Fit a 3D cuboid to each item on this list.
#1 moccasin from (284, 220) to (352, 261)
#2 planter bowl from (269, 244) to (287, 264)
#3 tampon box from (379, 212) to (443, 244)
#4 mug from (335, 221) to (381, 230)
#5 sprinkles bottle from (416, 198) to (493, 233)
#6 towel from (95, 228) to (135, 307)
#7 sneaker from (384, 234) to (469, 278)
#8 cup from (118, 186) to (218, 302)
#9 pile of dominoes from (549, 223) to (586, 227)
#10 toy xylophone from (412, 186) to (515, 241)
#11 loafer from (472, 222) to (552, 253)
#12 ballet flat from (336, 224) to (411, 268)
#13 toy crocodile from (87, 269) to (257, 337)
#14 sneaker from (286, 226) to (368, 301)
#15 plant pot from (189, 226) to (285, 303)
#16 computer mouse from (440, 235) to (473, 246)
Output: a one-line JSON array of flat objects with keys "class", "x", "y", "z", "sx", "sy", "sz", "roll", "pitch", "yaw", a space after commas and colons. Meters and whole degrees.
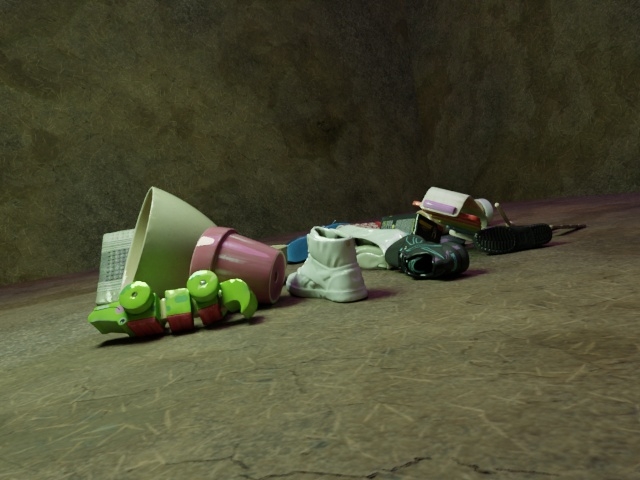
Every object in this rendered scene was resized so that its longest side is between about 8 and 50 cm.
[{"class": "moccasin", "x": 0.000, "y": 0.000, "z": 1.943, "sx": 0.342, "sy": 0.137, "sz": 0.117, "roll": -10, "pitch": 0, "yaw": -22}, {"class": "planter bowl", "x": -0.170, "y": 0.080, "z": 1.455, "sx": 0.162, "sy": 0.109, "sz": 0.162, "roll": -8, "pitch": 6, "yaw": 1}, {"class": "tampon box", "x": 0.279, "y": -0.015, "z": 1.560, "sx": 0.121, "sy": 0.101, "sz": 0.161, "roll": 24, "pitch": -16, "yaw": -35}, {"class": "mug", "x": 0.133, "y": -0.004, "z": 1.804, "sx": 0.170, "sy": 0.113, "sz": 0.150, "roll": -2, "pitch": -21, "yaw": -35}, {"class": "sprinkles bottle", "x": 0.572, "y": -0.097, "z": 2.121, "sx": 0.356, "sy": 0.121, "sz": 0.121, "roll": -11, "pitch": 6, "yaw": -26}, {"class": "towel", "x": -0.562, "y": 0.072, "z": 1.628, "sx": 0.325, "sy": 0.312, "sz": 0.056, "roll": -9, "pitch": -40, "yaw": -6}, {"class": "sneaker", "x": 0.239, "y": 0.041, "z": 1.240, "sx": 0.106, "sy": 0.101, "sz": 0.267, "roll": -14, "pitch": 7, "yaw": -31}, {"class": "cup", "x": -0.384, "y": 0.046, "z": 1.348, "sx": 0.237, "sy": 0.330, "sz": 0.331, "roll": 16, "pitch": -6, "yaw": -25}, {"class": "pile of dominoes", "x": 0.740, "y": -0.029, "z": 1.669, "sx": 0.251, "sy": 0.040, "sz": 0.196, "roll": -2, "pitch": -1, "yaw": -37}, {"class": "toy xylophone", "x": 0.434, "y": -0.071, "z": 1.476, "sx": 0.236, "sy": 0.081, "sz": 0.323, "roll": 18, "pitch": -5, "yaw": 42}, {"class": "loafer", "x": 0.540, "y": -0.002, "z": 1.414, "sx": 0.220, "sy": 0.080, "sz": 0.078, "roll": -4, "pitch": -5, "yaw": 0}, {"class": "ballet flat", "x": 0.122, "y": 0.029, "z": 1.537, "sx": 0.139, "sy": 0.139, "sz": 0.400, "roll": -12, "pitch": 7, "yaw": -32}, {"class": "toy crocodile", "x": -0.303, "y": 0.145, "z": 1.034, "sx": 0.341, "sy": 0.105, "sz": 0.115, "roll": -10, "pitch": -37, "yaw": -6}, {"class": "sneaker", "x": 0.000, "y": 0.048, "z": 1.182, "sx": 0.108, "sy": 0.169, "sz": 0.293, "roll": -14, "pitch": 6, "yaw": -33}, {"class": "plant pot", "x": -0.187, "y": 0.074, "z": 1.187, "sx": 0.181, "sy": 0.201, "sz": 0.201, "roll": 8, "pitch": 8, "yaw": 12}, {"class": "computer mouse", "x": 0.489, "y": -0.002, "z": 1.638, "sx": 0.242, "sy": 0.041, "sz": 0.071, "roll": -6, "pitch": 5, "yaw": 22}]
